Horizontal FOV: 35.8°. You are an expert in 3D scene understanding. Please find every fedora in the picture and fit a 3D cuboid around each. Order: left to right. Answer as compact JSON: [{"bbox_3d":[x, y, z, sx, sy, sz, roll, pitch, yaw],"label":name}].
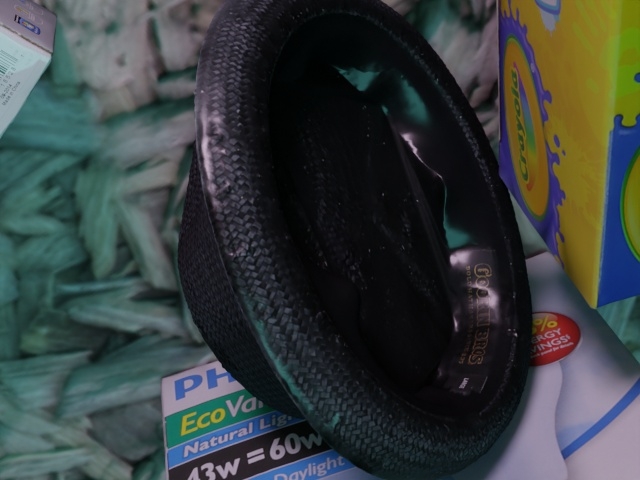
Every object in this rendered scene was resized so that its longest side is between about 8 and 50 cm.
[{"bbox_3d":[0.000,0.000,0.659,0.153,0.334,0.334,-23,128,39],"label":"fedora"}]

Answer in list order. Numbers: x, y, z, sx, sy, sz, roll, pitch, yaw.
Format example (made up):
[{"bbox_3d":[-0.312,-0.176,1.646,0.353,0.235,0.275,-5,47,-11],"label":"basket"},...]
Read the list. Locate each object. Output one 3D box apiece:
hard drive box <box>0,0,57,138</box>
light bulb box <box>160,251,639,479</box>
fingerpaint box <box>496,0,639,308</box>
[{"bbox_3d":[-0.307,-0.115,0.598,0.232,0.089,0.181,31,108,-26],"label":"hard drive box"},{"bbox_3d":[0.089,0.229,0.726,0.358,0.361,0.225,-18,120,-2],"label":"light bulb box"},{"bbox_3d":[0.289,-0.212,0.525,0.371,0.163,0.444,-15,131,-7],"label":"fingerpaint box"}]
